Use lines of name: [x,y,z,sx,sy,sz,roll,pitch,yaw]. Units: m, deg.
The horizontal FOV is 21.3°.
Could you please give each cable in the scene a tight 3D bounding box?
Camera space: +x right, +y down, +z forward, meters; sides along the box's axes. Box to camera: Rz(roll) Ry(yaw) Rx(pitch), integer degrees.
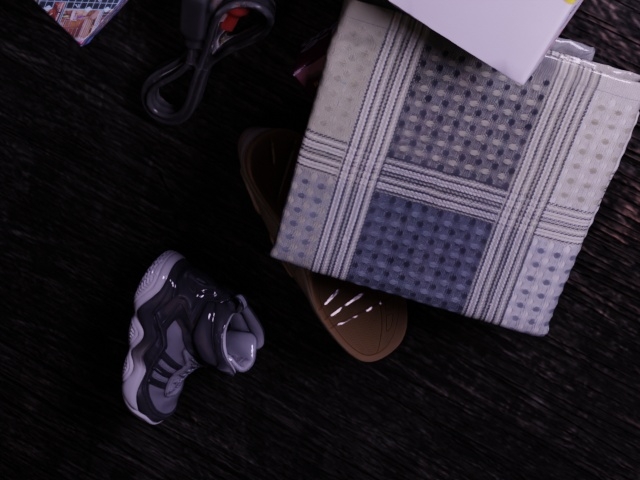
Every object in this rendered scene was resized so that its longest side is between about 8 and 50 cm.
cable: [-0.119,-0.226,1.864,0.139,0.072,0.287,23,145,4]

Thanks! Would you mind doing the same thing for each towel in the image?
towel: [0.133,-0.075,1.695,0.312,0.056,0.324,16,122,-3]

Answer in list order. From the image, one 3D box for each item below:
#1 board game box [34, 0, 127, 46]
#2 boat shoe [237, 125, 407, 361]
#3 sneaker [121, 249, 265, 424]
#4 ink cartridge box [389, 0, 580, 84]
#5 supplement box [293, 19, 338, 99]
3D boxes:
board game box: [-0.218,-0.342,1.732,0.165,0.042,0.243,44,97,-5]
boat shoe: [0.000,0.000,1.927,0.302,0.109,0.098,58,171,-19]
sneaker: [-0.158,0.148,2.122,0.153,0.101,0.269,24,130,17]
ink cartridge box: [0.185,-0.322,1.487,0.197,0.198,0.270,33,135,4]
supplement box: [0.095,-0.128,1.729,0.130,0.073,0.239,-30,115,20]
